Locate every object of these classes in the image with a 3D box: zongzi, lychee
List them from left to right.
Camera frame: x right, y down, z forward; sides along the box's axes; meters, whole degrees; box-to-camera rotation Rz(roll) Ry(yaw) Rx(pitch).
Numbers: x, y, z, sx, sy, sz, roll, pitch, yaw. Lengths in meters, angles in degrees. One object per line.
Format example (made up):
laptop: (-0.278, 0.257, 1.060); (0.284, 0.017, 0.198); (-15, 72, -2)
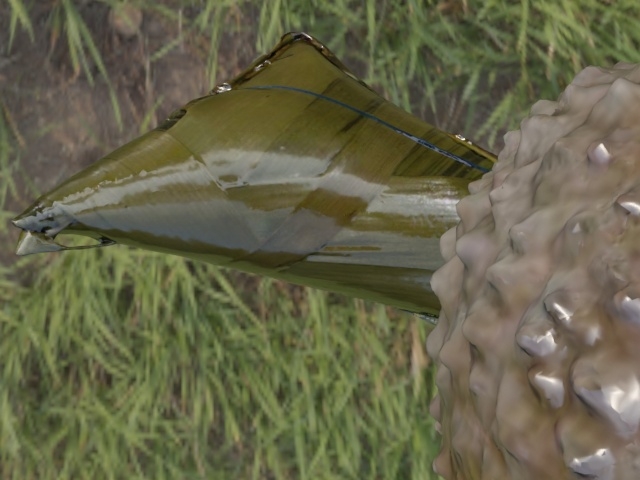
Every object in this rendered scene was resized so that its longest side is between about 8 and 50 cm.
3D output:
zongzi: (0.000, 0.000, 0.840); (0.260, 0.289, 0.123); (32, 125, 13)
lychee: (0.170, 0.066, 0.432); (0.300, 0.300, 0.300); (-3, 130, -3)
